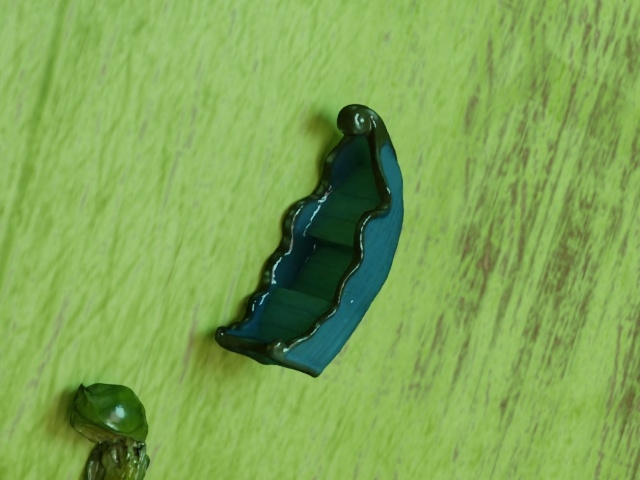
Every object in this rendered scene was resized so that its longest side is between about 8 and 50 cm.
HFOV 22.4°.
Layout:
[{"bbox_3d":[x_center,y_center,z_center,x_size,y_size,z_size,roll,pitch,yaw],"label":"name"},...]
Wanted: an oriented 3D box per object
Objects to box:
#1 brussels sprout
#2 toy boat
[{"bbox_3d":[-0.131,0.127,1.010,0.051,0.046,0.083,-21,120,-37],"label":"brussels sprout"},{"bbox_3d":[0.000,0.000,1.061,0.185,0.075,0.077,-58,134,-17],"label":"toy boat"}]
